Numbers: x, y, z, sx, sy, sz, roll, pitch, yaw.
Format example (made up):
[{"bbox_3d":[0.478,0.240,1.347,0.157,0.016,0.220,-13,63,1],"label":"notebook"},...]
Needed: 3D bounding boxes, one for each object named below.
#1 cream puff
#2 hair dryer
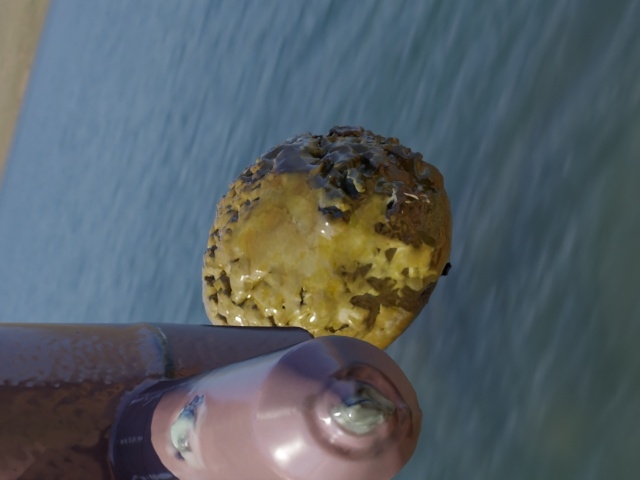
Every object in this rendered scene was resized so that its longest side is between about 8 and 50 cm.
[{"bbox_3d":[0.000,0.000,0.919,0.189,0.129,0.189,-24,45,26],"label":"cream puff"},{"bbox_3d":[-0.067,0.078,0.561,0.352,0.210,0.125,149,121,-66],"label":"hair dryer"}]
